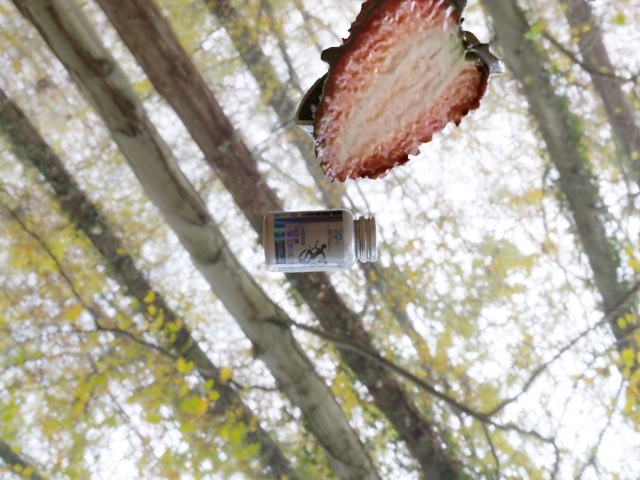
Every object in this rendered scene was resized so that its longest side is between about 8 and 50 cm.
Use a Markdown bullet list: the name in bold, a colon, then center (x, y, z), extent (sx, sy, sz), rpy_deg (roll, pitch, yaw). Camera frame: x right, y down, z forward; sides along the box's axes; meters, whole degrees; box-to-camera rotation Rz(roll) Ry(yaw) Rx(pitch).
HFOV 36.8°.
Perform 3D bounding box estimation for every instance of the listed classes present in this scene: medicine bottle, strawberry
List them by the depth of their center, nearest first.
- **strawberry**: center (0.091, -0.235, 1.397), extent (0.306, 0.233, 0.138), rpy_deg (-38, -153, 5)
- **medicine bottle**: center (0.000, 0.000, 1.657), extent (0.191, 0.107, 0.107), rpy_deg (-2, -147, 1)

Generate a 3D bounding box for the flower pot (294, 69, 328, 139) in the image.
- **flower pot**: center (0.062, -0.269, 1.755), extent (0.229, 0.108, 0.103), rpy_deg (-54, -145, -7)
